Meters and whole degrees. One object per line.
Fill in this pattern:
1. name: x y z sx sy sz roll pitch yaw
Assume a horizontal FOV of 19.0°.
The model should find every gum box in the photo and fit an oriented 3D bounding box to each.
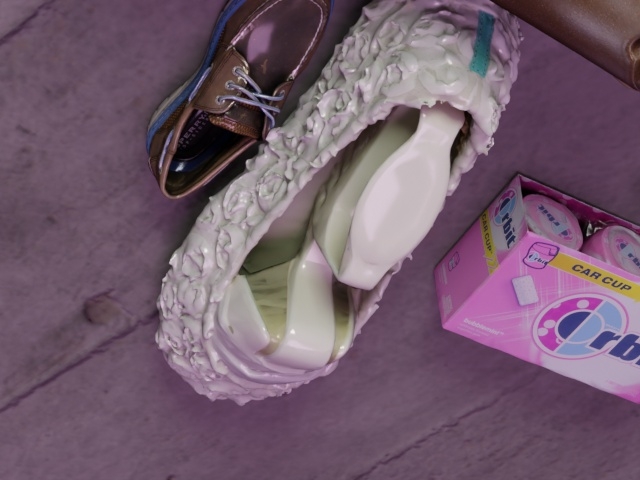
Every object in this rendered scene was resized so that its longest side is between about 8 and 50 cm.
1. gum box: 0.190 0.039 1.370 0.188 0.062 0.107 22 128 -24

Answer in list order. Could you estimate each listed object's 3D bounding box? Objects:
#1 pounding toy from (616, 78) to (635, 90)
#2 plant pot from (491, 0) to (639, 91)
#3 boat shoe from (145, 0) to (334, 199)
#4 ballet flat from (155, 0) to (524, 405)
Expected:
1. pounding toy: 0.292 -0.146 1.164 0.183 0.110 0.237 40 84 -1
2. plant pot: 0.150 -0.178 1.045 0.167 0.165 0.167 -41 157 -22
3. boat shoe: -0.048 -0.094 1.220 0.066 0.066 0.183 21 128 -23
4. ballet flat: 0.000 0.000 1.268 0.147 0.147 0.409 17 130 -20
